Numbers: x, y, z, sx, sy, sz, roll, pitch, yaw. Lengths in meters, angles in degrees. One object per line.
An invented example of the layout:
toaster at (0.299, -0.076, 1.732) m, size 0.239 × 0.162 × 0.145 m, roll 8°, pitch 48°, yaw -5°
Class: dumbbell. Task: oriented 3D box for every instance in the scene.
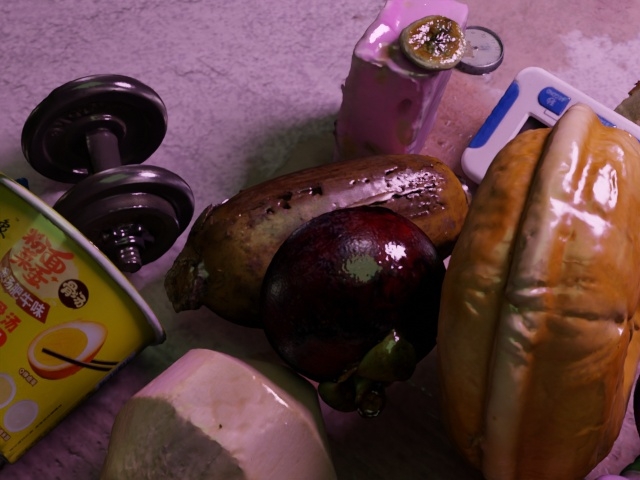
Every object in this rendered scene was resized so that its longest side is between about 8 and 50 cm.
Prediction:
dumbbell at (-0.267, -0.084, 1.616) m, size 0.192 × 0.192 × 0.290 m, roll -13°, pitch 58°, yaw -12°

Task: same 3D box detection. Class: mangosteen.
mangosteen at (0.043, 0.071, 1.389) m, size 0.216 × 0.216 × 0.216 m, roll 2°, pitch 57°, yaw -3°

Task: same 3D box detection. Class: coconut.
coconut at (-0.101, 0.236, 1.395) m, size 0.259 × 0.259 × 0.259 m, roll 2°, pitch 57°, yaw -3°

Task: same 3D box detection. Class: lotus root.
lotus root at (0.000, 0.000, 1.581) m, size 0.397 × 0.196 × 0.179 m, roll -17°, pitch 96°, yaw -18°

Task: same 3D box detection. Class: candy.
candy at (0.096, -0.194, 1.671) m, size 0.116 × 0.265 × 0.155 m, roll 22°, pitch 58°, yaw 6°

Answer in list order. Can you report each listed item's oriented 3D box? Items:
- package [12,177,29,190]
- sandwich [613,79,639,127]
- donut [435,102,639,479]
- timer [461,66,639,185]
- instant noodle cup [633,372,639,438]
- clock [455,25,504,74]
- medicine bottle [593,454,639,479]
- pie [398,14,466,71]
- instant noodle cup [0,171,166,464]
package at (-0.445, 0.003, 1.643) m, size 0.171 × 0.027 × 0.173 m, roll -12°, pitch 63°, yaw -12°
sandwich at (0.510, -0.154, 1.772) m, size 0.186 × 0.220 × 0.108 m, roll 18°, pitch 45°, yaw -37°
donut at (0.254, 0.071, 1.406) m, size 0.198 × 0.449 × 0.449 m, roll 12°, pitch 56°, yaw 17°
timer at (0.330, -0.099, 1.702) m, size 0.253 × 0.078 × 0.178 m, roll 36°, pitch 95°, yaw 21°
instant noodle cup at (0.561, 0.163, 1.459) m, size 0.340 × 0.340 × 0.266 m, roll 33°, pitch 49°, yaw 17°
clock at (0.228, -0.279, 1.882) m, size 0.085 × 0.017 × 0.085 m, roll 2°, pitch 56°, yaw -3°
medicine bottle at (0.302, 0.348, 1.408) m, size 0.274 × 0.133 × 0.133 m, roll -33°, pitch 65°, yaw -24°
pie at (0.136, -0.236, 1.533) m, size 0.084 × 0.021 × 0.084 m, roll 2°, pitch 59°, yaw -3°
instant noodle cup at (-0.360, 0.091, 1.447) m, size 0.311 × 0.311 × 0.221 m, roll 34°, pitch 70°, yaw 17°
